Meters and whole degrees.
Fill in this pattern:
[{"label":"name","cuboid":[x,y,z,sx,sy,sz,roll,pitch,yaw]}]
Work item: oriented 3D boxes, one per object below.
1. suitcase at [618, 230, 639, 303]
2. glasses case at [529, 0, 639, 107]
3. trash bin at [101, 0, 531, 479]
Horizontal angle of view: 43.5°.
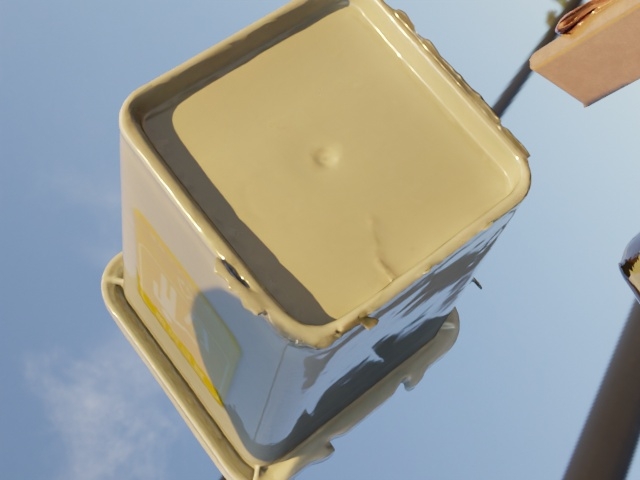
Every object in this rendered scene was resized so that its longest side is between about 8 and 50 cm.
[{"label":"suitcase","cuboid":[0.329,-0.028,0.319,0.194,0.351,0.339,58,176,12]},{"label":"glasses case","cuboid":[0.262,-0.199,0.670,0.102,0.193,0.070,24,-122,-27]},{"label":"trash bin","cuboid":[0.000,0.000,0.597,0.296,0.368,0.256,-33,-104,-18]}]
